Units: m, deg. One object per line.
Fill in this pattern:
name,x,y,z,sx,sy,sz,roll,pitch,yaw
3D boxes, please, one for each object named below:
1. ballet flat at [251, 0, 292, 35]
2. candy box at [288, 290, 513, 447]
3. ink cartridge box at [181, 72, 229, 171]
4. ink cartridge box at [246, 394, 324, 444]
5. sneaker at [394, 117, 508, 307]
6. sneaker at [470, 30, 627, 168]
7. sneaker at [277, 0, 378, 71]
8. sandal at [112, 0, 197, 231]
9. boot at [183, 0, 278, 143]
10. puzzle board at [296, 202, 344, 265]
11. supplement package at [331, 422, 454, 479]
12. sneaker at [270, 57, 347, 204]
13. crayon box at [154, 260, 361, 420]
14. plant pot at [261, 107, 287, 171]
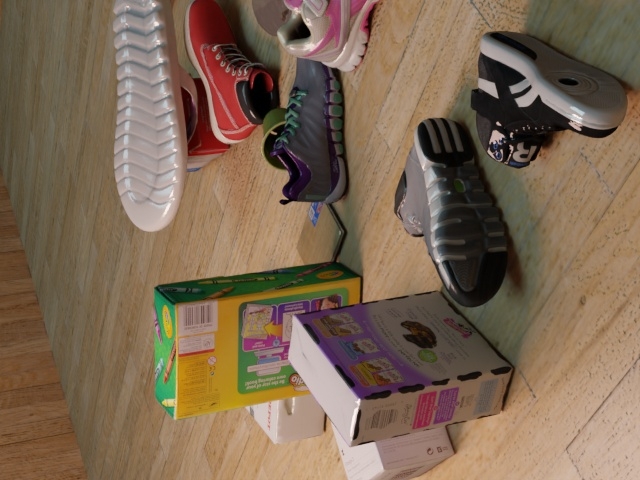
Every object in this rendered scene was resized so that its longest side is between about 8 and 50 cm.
ballet flat,-0.039,-0.389,1.488,0.084,0.058,0.250,34,144,9
candy box,0.087,0.139,1.186,0.165,0.196,0.070,49,139,50
ink cartridge box,-0.229,-0.207,1.880,0.231,0.078,0.134,-19,80,63
ink cartridge box,-0.071,0.200,1.646,0.208,0.086,0.153,39,130,56
sneaker,0.139,-0.013,1.191,0.132,0.086,0.229,121,145,-58
sneaker,0.216,-0.113,1.013,0.217,0.079,0.121,-123,32,-56
sneaker,0.015,-0.320,1.320,0.103,0.111,0.252,59,145,40
sandal,-0.260,-0.222,1.754,0.169,0.102,0.417,7,100,43
boot,-0.136,-0.290,1.671,0.176,0.088,0.244,-22,85,63
puzzle board,0.000,0.000,1.543,0.096,0.011,0.128,63,147,38
supplement package,0.076,0.209,1.330,0.105,0.105,0.179,-54,48,55
sneaker,-0.025,-0.160,1.453,0.083,0.098,0.224,-13,84,64
crayon box,-0.083,0.132,1.438,0.081,0.278,0.166,31,123,57
plant pot,-0.053,-0.157,1.549,0.079,0.083,0.083,-113,28,-54
